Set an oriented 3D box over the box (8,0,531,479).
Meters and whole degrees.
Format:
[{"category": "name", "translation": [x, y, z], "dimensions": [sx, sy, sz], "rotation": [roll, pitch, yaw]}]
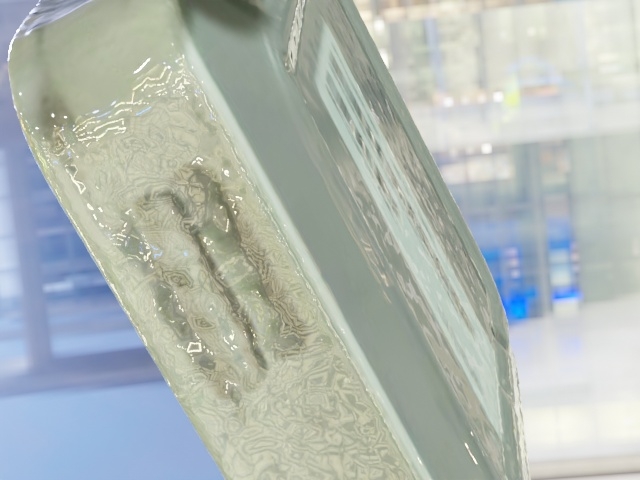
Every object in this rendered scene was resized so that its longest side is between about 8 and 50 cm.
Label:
[{"category": "box", "translation": [0.001, -0.001, 0.950], "dimensions": [0.111, 0.396, 0.396], "rotation": [-23, -159, 13]}]
